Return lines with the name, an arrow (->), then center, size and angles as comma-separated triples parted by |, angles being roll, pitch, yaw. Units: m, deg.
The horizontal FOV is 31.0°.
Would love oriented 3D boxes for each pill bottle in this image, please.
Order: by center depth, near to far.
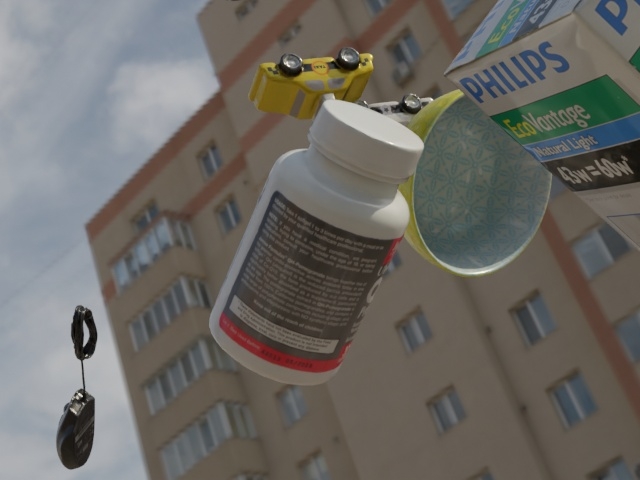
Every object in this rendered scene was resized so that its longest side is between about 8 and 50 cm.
pill bottle -> 0.000, 0.000, 1.388 | 0.176, 0.176, 0.318 | 8, -64, -38

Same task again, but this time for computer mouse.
computer mouse -> -0.322, 0.192, 1.504 | 0.041, 0.071, 0.242 | 11, -69, 11

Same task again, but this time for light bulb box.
light bulb box -> 0.369, -0.172, 0.974 | 0.358, 0.361, 0.225 | -54, 12, -15

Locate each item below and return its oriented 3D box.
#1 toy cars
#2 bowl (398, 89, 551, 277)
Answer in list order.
toy cars -> 0.049, -0.196, 1.804 | 0.176, 0.087, 0.393 | -30, -26, 22
bowl -> 0.199, -0.098, 1.770 | 0.289, 0.156, 0.289 | -8, -76, -36
